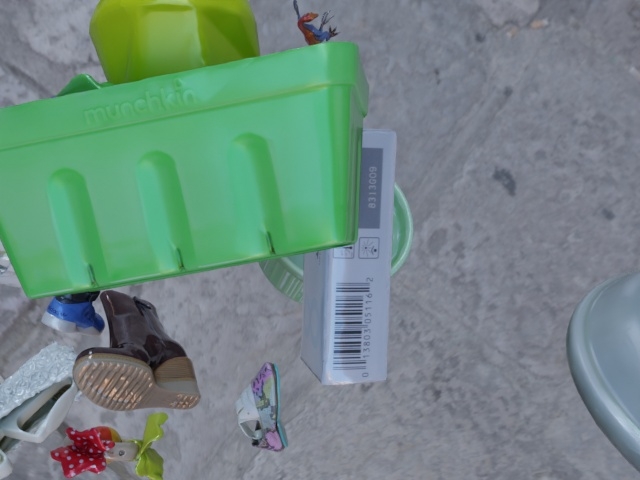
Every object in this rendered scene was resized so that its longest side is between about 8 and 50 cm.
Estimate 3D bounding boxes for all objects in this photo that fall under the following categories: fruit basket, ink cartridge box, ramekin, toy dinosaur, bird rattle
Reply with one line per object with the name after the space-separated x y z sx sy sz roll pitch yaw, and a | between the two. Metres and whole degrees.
-0.139 -0.148 0.844 0.392 0.283 0.392 0 89 6 | fruit basket
0.000 0.000 1.203 0.091 0.385 0.308 -1 97 -15 | ink cartridge box
0.014 -0.015 1.696 0.303 0.148 0.303 8 62 -14 | ramekin
-0.005 -0.253 1.067 0.047 0.082 0.090 -1 103 23 | toy dinosaur
-0.443 0.435 1.789 0.254 0.207 0.143 1 85 -41 | bird rattle

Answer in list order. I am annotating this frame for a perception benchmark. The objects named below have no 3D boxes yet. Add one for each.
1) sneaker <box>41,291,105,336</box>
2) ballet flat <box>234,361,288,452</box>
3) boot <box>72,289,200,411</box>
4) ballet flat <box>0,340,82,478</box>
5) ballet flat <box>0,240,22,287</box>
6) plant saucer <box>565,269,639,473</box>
-0.344 0.091 1.272 0.058 0.152 0.084 25 88 15 | sneaker
-0.100 0.285 1.439 0.079 0.221 0.077 -9 47 -5 | ballet flat
-0.297 0.154 1.293 0.090 0.248 0.207 -45 54 11 | boot
-0.573 0.344 1.571 0.147 0.147 0.409 39 57 6 | ballet flat
-0.385 -0.011 0.997 0.400 0.139 0.139 6 71 2 | ballet flat
0.408 0.107 0.702 0.401 0.100 0.400 8 30 -5 | plant saucer
